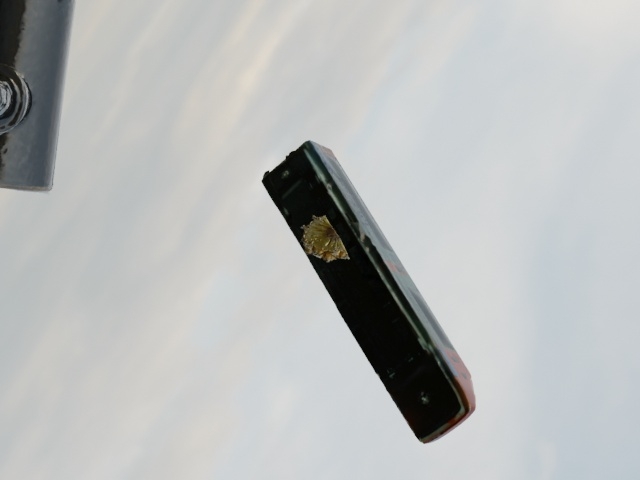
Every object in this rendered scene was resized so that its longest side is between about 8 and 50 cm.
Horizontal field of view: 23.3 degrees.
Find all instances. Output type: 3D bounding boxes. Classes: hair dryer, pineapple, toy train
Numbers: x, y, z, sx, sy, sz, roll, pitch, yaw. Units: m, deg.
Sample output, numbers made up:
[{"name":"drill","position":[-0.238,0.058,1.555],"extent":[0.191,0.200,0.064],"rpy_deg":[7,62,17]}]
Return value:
[{"name":"hair dryer","position":[-0.165,-0.090,0.817],"extent":[0.255,0.070,0.128],"rpy_deg":[-165,-97,-78]},{"name":"pineapple","position":[0.000,0.000,1.774],"extent":[0.083,0.045,0.019],"rpy_deg":[-116,-163,-53]},{"name":"toy train","position":[0.066,0.061,1.868],"extent":[0.086,0.089,0.409],"rpy_deg":[-40,-116,19]}]
